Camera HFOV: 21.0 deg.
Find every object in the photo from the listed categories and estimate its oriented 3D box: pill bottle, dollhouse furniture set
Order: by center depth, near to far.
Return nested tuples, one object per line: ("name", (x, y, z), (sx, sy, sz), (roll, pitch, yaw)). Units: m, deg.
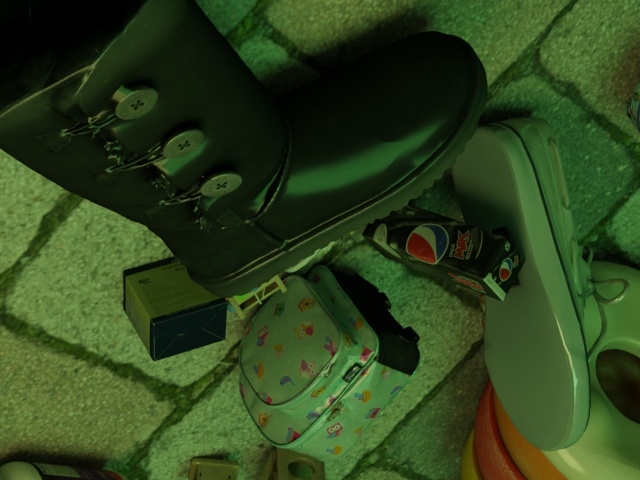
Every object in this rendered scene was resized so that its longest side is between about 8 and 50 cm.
("pill bottle", (-0.301, 0.296, 1.871), (0.193, 0.108, 0.108), (13, 121, -42))
("dollhouse furniture set", (-0.089, 0.328, 2.096), (0.160, 0.101, 0.182), (7, 129, -9))

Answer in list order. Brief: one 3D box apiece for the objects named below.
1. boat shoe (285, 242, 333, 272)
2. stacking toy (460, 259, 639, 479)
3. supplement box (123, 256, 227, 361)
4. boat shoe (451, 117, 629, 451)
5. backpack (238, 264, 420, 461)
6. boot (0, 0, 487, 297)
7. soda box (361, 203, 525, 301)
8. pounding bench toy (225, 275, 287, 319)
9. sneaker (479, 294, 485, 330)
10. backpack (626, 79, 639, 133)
("boat shoe", (0.000, 0.000, 1.855), (0.100, 0.035, 0.035), (-47, 137, 4))
("stacking toy", (0.285, 0.280, 2.191), (0.350, 0.351, 0.480), (-4, 149, -33))
("supplement box", (-0.150, 0.067, 1.773), (0.083, 0.083, 0.056), (-16, 136, -23))
("boat shoe", (0.256, 0.040, 1.907), (0.156, 0.136, 0.367), (-18, 95, -38))
("backpack", (-0.005, 0.140, 1.884), (0.144, 0.166, 0.188), (13, 117, -41))
("boot", (-0.072, -0.146, 1.550), (0.367, 0.146, 0.445), (-39, 144, 5))
("soda box", (0.130, 0.007, 1.845), (0.053, 0.169, 0.060), (-61, 141, -12))
("pounding bench toy", (-0.086, 0.032, 1.809), (0.065, 0.052, 0.083), (-33, 140, -3))
("sneaker", (0.217, 0.093, 2.100), (0.037, 0.032, 0.083), (-24, 140, -14))
("backpack", (0.414, -0.157, 1.928), (0.173, 0.117, 0.158), (15, 120, -44))
